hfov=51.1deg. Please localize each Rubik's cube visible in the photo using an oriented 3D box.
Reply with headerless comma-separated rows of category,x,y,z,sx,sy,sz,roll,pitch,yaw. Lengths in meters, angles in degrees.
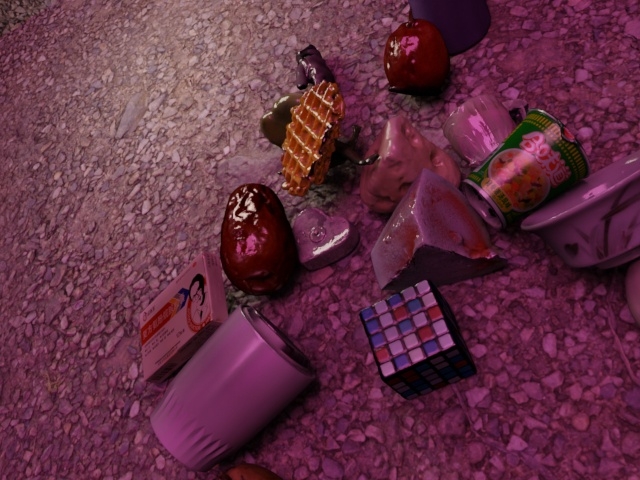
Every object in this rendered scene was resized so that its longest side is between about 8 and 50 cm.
Rubik's cube,0.218,0.225,1.496,0.182,0.187,0.184,-26,56,13

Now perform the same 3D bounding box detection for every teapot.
teapot,0.436,-0.255,1.689,0.163,0.221,0.178,-53,52,44

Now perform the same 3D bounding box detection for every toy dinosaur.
toy dinosaur,0.015,-0.204,1.825,0.447,0.087,0.301,-31,33,38

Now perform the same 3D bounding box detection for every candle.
candle,0.000,0.000,1.809,0.192,0.068,0.169,18,75,38

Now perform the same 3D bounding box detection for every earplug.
earplug,0.313,-0.731,1.801,0.215,0.456,0.215,-11,59,19

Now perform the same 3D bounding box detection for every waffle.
waffle,-0.027,-0.272,1.798,0.307,0.060,0.312,-5,78,61

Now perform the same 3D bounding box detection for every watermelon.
watermelon,0.268,-0.029,1.558,0.319,0.213,0.290,-2,88,15

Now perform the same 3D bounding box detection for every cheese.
cheese,0.215,-0.164,1.728,0.248,0.251,0.174,-40,35,49

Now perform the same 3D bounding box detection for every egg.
egg,0.690,0.108,1.332,0.151,0.151,0.209,-6,71,25

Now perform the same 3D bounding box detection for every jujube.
jujube,-0.172,-0.008,1.810,0.223,0.223,0.318,-23,48,16

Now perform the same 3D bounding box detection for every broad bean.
broad bean,-0.080,-0.348,1.995,0.228,0.169,0.100,-30,5,45

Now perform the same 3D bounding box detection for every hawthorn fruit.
hawthorn fruit,0.258,-0.514,1.851,0.189,0.251,0.189,-16,21,6

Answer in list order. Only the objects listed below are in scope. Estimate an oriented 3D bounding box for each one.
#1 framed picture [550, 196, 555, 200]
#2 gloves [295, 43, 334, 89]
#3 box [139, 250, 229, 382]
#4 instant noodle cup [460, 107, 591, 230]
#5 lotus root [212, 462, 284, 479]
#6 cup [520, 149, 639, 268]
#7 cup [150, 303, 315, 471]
framed picture,0.561,-0.057,1.579,0.066,0.007,0.089,-43,53,1
gloves,-0.025,-0.500,2.060,0.119,0.142,0.286,-38,48,40
box,-0.376,0.212,1.810,0.353,0.069,0.214,-40,49,33
instant noodle cup,0.451,-0.151,1.520,0.232,0.207,0.207,-38,53,0
lotus root,-0.113,0.623,1.467,0.310,0.183,0.183,31,81,34
cup,0.609,-0.052,1.385,0.347,0.347,0.163,-32,88,9
cup,-0.212,0.353,1.619,0.371,0.253,0.253,-46,53,3
